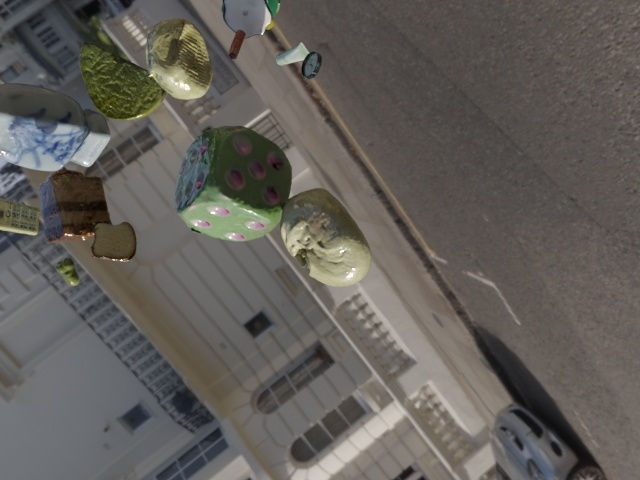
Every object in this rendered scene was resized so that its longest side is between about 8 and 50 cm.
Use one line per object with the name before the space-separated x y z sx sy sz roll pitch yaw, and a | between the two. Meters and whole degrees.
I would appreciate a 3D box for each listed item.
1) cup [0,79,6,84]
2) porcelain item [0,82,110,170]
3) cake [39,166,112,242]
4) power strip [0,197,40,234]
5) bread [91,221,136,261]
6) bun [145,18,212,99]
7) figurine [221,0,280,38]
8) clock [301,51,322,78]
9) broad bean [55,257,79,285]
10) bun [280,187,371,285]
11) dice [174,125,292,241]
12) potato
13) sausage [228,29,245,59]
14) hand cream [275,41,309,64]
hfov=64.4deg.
cup | -1.057 -0.412 1.562 0.185 0.226 0.241 45 158 -26
porcelain item | -0.816 -0.322 1.468 0.178 0.242 0.405 46 -165 10
cake | -0.907 -0.142 1.878 0.199 0.196 0.292 -13 85 46
power strip | -0.938 -0.073 1.542 0.268 0.035 0.092 90 -177 -85
bread | -0.624 0.005 1.535 0.044 0.126 0.128 -39 53 56
bun | -0.425 -0.532 1.500 0.229 0.145 0.229 -4 -90 -73
figurine | -0.272 -0.954 1.991 0.339 0.232 0.323 -86 -23 -48
clock | -0.028 -0.539 1.564 0.017 0.085 0.085 11 -155 -39
broad bean | -0.676 0.084 1.366 0.063 0.045 0.083 50 159 48
bun | 0.000 0.000 1.683 0.361 0.213 0.361 52 167 17
dice | -0.314 -0.198 1.811 0.331 0.317 0.322 22 151 -32
potato | -0.711 -0.545 1.873 0.331 0.212 0.280 26 -174 -3
sausage | -0.287 -0.663 1.732 0.034 0.129 0.034 10 151 5
hand cream | -0.111 -0.763 2.094 0.205 0.050 0.078 9 145 53
